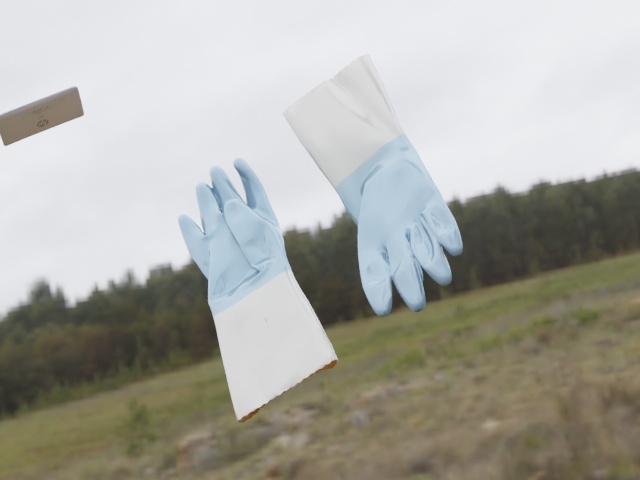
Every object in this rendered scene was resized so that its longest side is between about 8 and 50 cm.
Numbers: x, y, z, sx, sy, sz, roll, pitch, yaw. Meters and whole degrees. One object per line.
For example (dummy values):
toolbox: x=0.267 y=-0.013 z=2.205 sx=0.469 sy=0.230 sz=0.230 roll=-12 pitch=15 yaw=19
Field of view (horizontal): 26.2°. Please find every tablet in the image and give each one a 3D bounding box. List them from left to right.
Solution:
tablet: x=-0.268 y=-0.118 z=1.313 sx=0.083 sy=0.006 sz=0.054 roll=-23 pitch=-24 yaw=-12

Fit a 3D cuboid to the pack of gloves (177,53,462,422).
pack of gloves: x=0.000 y=0.000 z=0.995 sx=0.195 sy=0.232 sz=0.046 roll=-35 pitch=-43 yaw=13
